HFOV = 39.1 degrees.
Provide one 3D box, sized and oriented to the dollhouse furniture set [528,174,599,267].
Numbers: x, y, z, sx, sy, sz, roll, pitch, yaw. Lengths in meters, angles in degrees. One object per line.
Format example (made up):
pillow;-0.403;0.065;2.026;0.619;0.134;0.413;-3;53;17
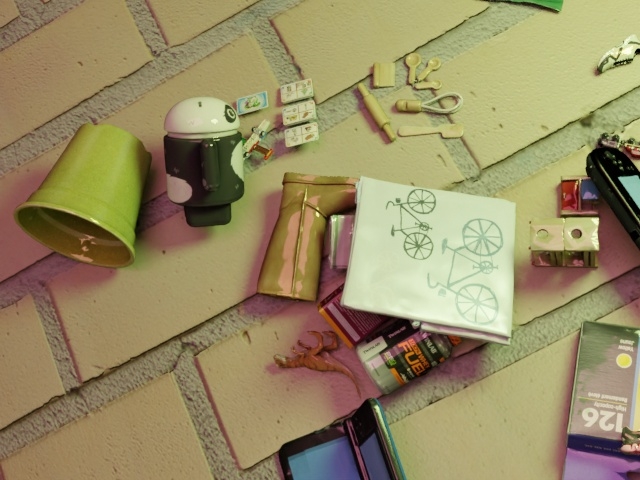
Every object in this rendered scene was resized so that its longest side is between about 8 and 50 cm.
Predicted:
dollhouse furniture set;0.479;-0.051;1.767;0.129;0.129;0.184;0;74;16

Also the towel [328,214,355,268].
towel;0.094;0.004;1.871;0.152;0.023;0.113;1;94;-8

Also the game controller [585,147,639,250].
game controller;0.622;-0.044;1.708;0.067;0.166;0.319;-46;65;43

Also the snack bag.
snack bag;0.216;0.034;1.772;0.342;0.037;0.323;10;59;-1

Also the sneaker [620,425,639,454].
sneaker;0.584;0.342;1.576;0.119;0.047;0.057;-6;63;13

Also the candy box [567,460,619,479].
candy box;0.541;0.491;1.630;0.206;0.027;0.105;22;79;21

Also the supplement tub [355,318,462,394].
supplement tub;0.175;0.210;1.778;0.190;0.117;0.117;-33;67;4

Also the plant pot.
plant pot;-0.504;-0.113;2.020;0.276;0.276;0.254;8;63;18

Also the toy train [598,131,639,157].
toy train;0.641;-0.185;1.819;0.158;0.027;0.036;15;81;20

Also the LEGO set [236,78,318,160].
LEGO set;-0.123;-0.260;2.066;0.244;0.060;0.182;-14;57;10

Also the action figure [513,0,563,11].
action figure;0.422;-0.577;1.993;0.232;0.063;0.137;5;78;21

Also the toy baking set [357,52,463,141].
toy baking set;0.201;-0.310;1.984;0.196;0.030;0.256;-27;68;6

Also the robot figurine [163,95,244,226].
robot figurine;-0.250;-0.173;1.960;0.209;0.173;0.278;11;109;38

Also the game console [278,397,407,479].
game console;0.051;0.481;1.704;0.173;0.250;0.293;-13;68;-17

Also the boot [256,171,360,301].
boot;0.000;0.000;1.919;0.236;0.089;0.270;6;78;20

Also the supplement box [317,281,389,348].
supplement box;0.097;0.117;1.830;0.188;0.081;0.104;-39;96;1

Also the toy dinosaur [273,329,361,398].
toy dinosaur;0.008;0.245;1.855;0.211;0.064;0.112;8;93;28

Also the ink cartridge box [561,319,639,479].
ink cartridge box;0.610;0.314;1.636;0.303;0.072;0.307;7;68;17

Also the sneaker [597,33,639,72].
sneaker;0.627;-0.385;1.880;0.109;0.040;0.044;-37;69;2
